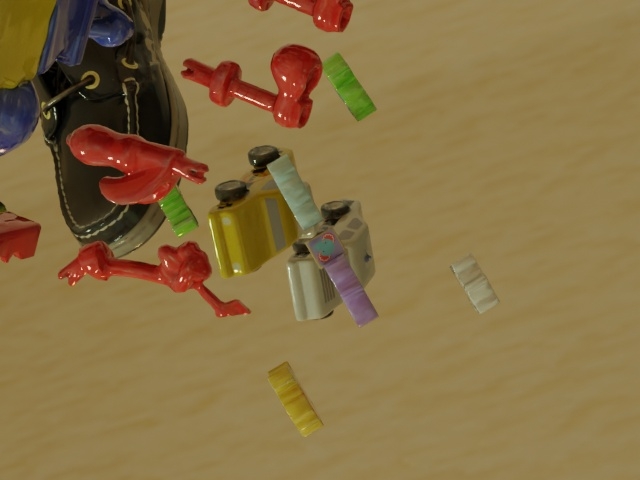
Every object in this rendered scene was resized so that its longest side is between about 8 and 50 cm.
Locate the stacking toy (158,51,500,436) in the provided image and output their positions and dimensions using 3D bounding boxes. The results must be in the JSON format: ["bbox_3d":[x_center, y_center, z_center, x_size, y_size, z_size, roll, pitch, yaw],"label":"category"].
[{"bbox_3d":[0.000,0.000,1.255,0.221,0.167,0.052,58,180,1],"label":"stacking toy"}]

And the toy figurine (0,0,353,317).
[{"bbox_3d":[-0.109,-0.128,0.770,0.217,0.191,0.362,-19,-48,-64],"label":"toy figurine"}]

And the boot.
[{"bbox_3d":[-0.252,-0.188,1.552,0.284,0.138,0.377,34,-137,-45],"label":"boot"}]

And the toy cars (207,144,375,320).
[{"bbox_3d":[-0.008,-0.006,2.071,0.394,0.087,0.176,34,-121,-63],"label":"toy cars"}]

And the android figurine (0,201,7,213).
[{"bbox_3d":[-0.371,0.057,1.689,0.248,0.056,0.273,90,-161,-62],"label":"android figurine"}]
